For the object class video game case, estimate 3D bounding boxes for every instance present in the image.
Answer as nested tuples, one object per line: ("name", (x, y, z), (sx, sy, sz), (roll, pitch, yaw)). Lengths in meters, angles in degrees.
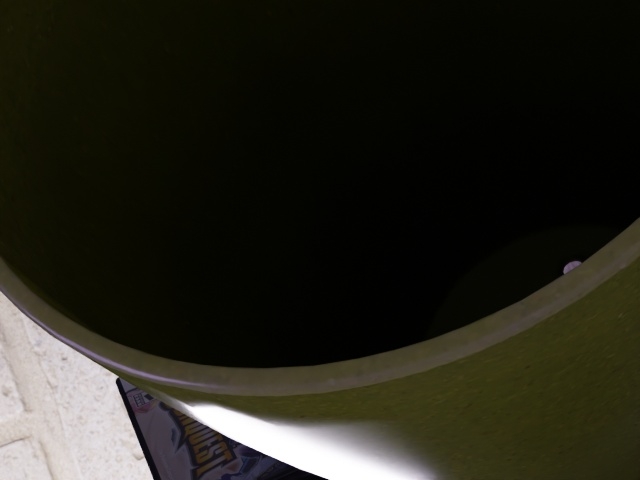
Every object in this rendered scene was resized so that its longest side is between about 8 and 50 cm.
("video game case", (-0.024, 0.125, 1.358), (0.275, 0.248, 0.035), (-131, 20, -67))

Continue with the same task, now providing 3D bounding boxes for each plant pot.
("plant pot", (0.057, -0.011, 0.614), (0.274, 0.275, 0.293), (63, -175, 37))
